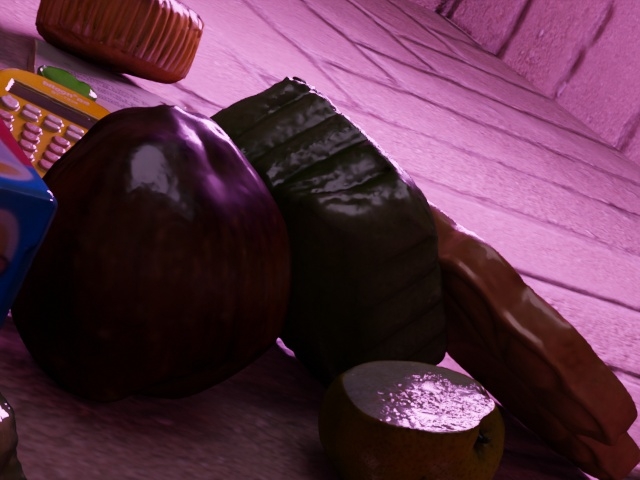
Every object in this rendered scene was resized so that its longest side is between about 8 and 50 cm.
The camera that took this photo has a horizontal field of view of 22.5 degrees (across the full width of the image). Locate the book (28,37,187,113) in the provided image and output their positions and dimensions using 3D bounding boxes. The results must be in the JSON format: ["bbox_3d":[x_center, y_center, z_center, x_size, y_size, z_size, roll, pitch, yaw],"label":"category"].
[{"bbox_3d":[-0.223,-0.131,1.734,0.201,0.026,0.289,23,17,-17],"label":"book"}]

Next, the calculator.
[{"bbox_3d":[-0.259,-0.106,1.533,0.146,0.032,0.235,26,26,-11],"label":"calculator"}]

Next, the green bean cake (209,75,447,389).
[{"bbox_3d":[0.000,0.000,1.341,0.222,0.125,0.248,44,-22,34],"label":"green bean cake"}]

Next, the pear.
[{"bbox_3d":[0.067,0.158,1.215,0.141,0.104,0.141,4,18,-1],"label":"pear"}]

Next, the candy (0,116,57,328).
[{"bbox_3d":[-0.294,-0.042,1.104,0.100,0.157,0.306,16,21,-38],"label":"candy"}]

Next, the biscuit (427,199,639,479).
[{"bbox_3d":[0.155,0.086,1.445,0.351,0.057,0.312,45,-8,7],"label":"biscuit"}]

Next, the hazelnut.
[{"bbox_3d":[-0.115,0.008,1.173,0.218,0.218,0.234,27,14,-7],"label":"hazelnut"}]

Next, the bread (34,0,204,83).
[{"bbox_3d":[-0.239,-0.250,1.896,0.199,0.104,0.199,19,0,0],"label":"bread"}]

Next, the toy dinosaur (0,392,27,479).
[{"bbox_3d":[-0.227,0.056,0.840,0.447,0.087,0.301,50,8,-38],"label":"toy dinosaur"}]
